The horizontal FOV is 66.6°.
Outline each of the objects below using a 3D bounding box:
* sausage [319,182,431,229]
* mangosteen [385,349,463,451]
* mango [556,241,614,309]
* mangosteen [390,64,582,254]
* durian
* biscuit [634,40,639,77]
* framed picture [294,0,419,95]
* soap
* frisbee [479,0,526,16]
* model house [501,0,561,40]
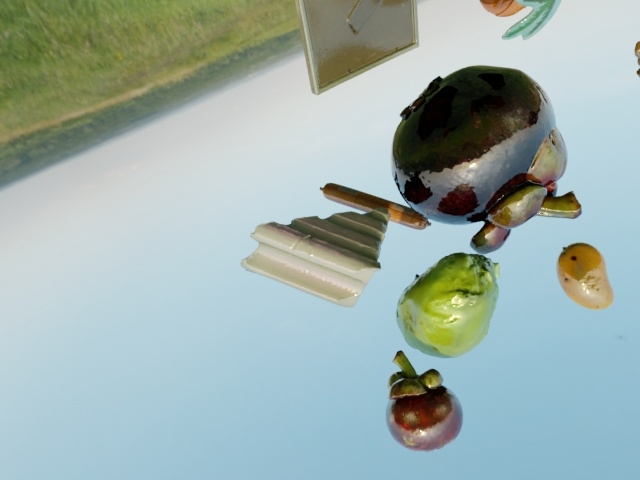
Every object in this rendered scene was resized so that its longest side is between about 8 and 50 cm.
[{"bbox_3d":[0.142,-0.097,1.327,0.347,0.053,0.053,21,-137,28],"label":"sausage"},{"bbox_3d":[0.200,0.309,0.937,0.145,0.182,0.156,4,168,8],"label":"mangosteen"},{"bbox_3d":[0.667,0.092,1.237,0.115,0.178,0.090,-16,-179,20],"label":"mango"},{"bbox_3d":[0.375,-0.180,1.124,0.382,0.435,0.382,-45,-175,6],"label":"mangosteen"},{"bbox_3d":[0.272,0.136,1.048,0.204,0.256,0.339,30,-171,19],"label":"durian"},{"bbox_3d":[0.611,-0.330,0.838,0.130,0.119,0.019,-48,-155,30],"label":"biscuit"},{"bbox_3d":[0.088,-0.473,1.016,0.324,0.241,0.020,-34,-139,-25],"label":"framed picture"},{"bbox_3d":[0.000,0.000,1.183,0.301,0.159,0.258,22,-139,3],"label":"soap"},{"bbox_3d":[0.379,-0.558,0.987,0.035,0.192,0.192,-11,-167,-26],"label":"frisbee"},{"bbox_3d":[0.333,-0.543,0.771,0.323,0.340,0.301,0,-129,-8],"label":"model house"}]
